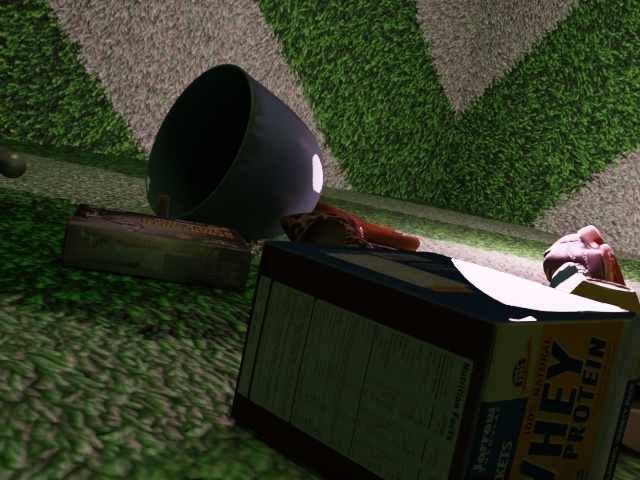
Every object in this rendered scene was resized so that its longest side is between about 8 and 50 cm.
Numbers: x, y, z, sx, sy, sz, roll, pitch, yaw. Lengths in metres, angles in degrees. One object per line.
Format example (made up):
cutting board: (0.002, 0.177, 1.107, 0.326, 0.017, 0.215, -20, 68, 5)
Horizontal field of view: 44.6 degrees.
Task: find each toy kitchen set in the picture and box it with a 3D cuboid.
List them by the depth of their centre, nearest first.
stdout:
toy kitchen set: (-0.216, -0.027, 1.217, 0.083, 0.075, 0.068, 6, 9, -10)

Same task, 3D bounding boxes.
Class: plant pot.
plant pot: (0.373, 0.104, 1.039, 0.134, 0.095, 0.134, 11, 8, -2)
plant pot: (-0.134, -0.134, 1.415, 0.235, 0.293, 0.293, 25, -3, -39)

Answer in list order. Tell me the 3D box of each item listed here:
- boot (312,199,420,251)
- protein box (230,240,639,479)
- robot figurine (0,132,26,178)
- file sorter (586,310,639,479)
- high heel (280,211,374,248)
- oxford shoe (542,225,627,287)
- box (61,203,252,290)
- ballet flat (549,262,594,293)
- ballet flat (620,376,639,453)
boot: (0.044, -0.051, 1.715, 0.280, 0.096, 0.264, 7, 8, -34)
protein box: (0.084, 0.091, 0.553, 0.200, 0.136, 0.201, 4, 10, -44)
robot figurine: (-0.617, -0.172, 1.225, 0.300, 0.200, 0.353, 19, 2, -30)
file sorter: (0.284, 0.141, 0.347, 0.278, 0.173, 0.193, 9, 8, -21)
high heel: (0.000, 0.000, 1.222, 0.261, 0.093, 0.186, 26, 6, 32)
oxford shoe: (0.517, 0.075, 1.535, 0.133, 0.130, 0.363, -20, 8, 14)
box: (-0.218, 0.006, 1.044, 0.231, 0.056, 0.183, 9, 7, -13)
ballet flat: (0.440, 0.098, 1.324, 0.077, 0.091, 0.241, 42, 15, 2)
ballet flat: (0.334, 0.161, 0.626, 0.280, 0.095, 0.096, 4, 13, 29)
